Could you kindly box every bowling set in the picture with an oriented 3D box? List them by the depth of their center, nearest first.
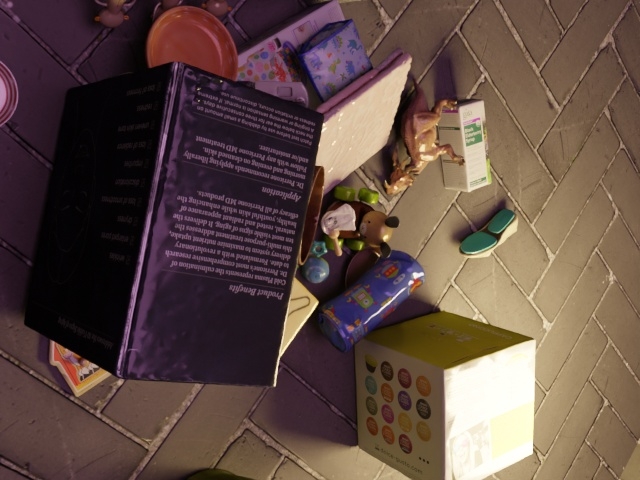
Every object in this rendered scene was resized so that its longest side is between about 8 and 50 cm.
[{"bbox_3d":[-0.317,-0.528,1.486,0.287,0.199,0.154,-8,146,-33],"label":"bowling set"}]

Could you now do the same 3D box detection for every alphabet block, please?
[{"bbox_3d":[-0.160,0.143,1.672,0.197,0.193,0.192,-53,126,-17],"label":"alphabet block"}]

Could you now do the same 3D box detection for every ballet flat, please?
[{"bbox_3d":[0.493,0.001,2.217,0.248,0.086,0.086,-35,117,-28],"label":"ballet flat"}]

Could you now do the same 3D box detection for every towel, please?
[{"bbox_3d":[0.065,-0.250,1.738,0.317,0.053,0.331,-41,162,-26],"label":"towel"}]

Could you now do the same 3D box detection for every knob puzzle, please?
[{"bbox_3d":[-0.465,0.198,1.554,0.213,0.030,0.213,-8,103,-35],"label":"knob puzzle"}]

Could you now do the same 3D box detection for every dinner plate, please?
[{"bbox_3d":[-0.616,-0.266,1.362,0.141,0.017,0.141,-7,102,-36],"label":"dinner plate"}]

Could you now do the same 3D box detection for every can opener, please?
[{"bbox_3d":[-0.164,-0.282,1.547,0.095,0.284,0.075,-75,166,-60],"label":"can opener"}]

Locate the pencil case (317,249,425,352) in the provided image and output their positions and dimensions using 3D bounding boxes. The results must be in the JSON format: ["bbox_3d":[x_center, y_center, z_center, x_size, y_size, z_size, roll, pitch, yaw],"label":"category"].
[{"bbox_3d":[0.123,0.141,1.896,0.306,0.119,0.133,-40,78,-24],"label":"pencil case"}]

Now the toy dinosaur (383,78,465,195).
[{"bbox_3d":[0.247,-0.268,1.954,0.200,0.127,0.295,-12,100,-28],"label":"toy dinosaur"}]

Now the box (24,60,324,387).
[{"bbox_3d":[-0.279,-0.025,1.350,0.298,0.480,0.471,14,86,-37],"label":"box"}]

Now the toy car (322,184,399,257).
[{"bbox_3d":[0.114,-0.031,1.833,0.149,0.188,0.154,2,108,-38],"label":"toy car"}]

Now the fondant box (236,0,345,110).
[{"bbox_3d":[-0.060,-0.362,1.715,0.330,0.096,0.238,-38,119,-27],"label":"fondant box"}]

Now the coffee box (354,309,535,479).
[{"bbox_3d":[0.323,0.402,1.993,0.338,0.338,0.334,-11,104,-35],"label":"coffee box"}]

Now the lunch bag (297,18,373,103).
[{"bbox_3d":[0.024,-0.387,1.654,0.151,0.096,0.128,-49,124,-31],"label":"lunch bag"}]

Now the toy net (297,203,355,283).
[{"bbox_3d":[0.000,0.000,1.811,0.122,0.045,0.232,24,112,-11],"label":"toy net"}]

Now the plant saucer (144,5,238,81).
[{"bbox_3d":[-0.254,-0.353,1.483,0.200,0.037,0.199,-1,91,-37],"label":"plant saucer"}]

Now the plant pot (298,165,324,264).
[{"bbox_3d":[-0.127,-0.076,1.627,0.231,0.215,0.215,12,92,6],"label":"plant pot"}]

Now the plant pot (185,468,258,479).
[{"bbox_3d":[-0.175,0.677,1.658,0.367,0.353,0.366,-7,102,-36],"label":"plant pot"}]

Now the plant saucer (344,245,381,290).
[{"bbox_3d":[0.124,0.093,1.981,0.169,0.029,0.168,-8,105,-35],"label":"plant saucer"}]

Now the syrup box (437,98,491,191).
[{"bbox_3d":[0.391,-0.261,2.074,0.093,0.096,0.236,-21,112,-32],"label":"syrup box"}]
